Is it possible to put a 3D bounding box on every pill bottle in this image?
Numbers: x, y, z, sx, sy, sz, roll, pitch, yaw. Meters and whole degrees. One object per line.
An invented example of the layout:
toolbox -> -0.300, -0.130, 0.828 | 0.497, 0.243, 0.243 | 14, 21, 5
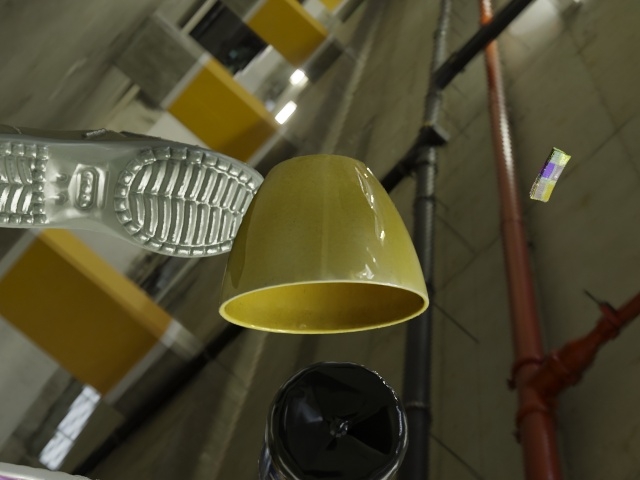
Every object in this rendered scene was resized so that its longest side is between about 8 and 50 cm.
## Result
pill bottle -> 0.004, 0.201, 0.923 | 0.123, 0.123, 0.219 | -54, 171, -25

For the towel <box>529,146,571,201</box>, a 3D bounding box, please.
towel -> 0.349, -0.098, 1.507 | 0.009, 0.060, 0.083 | 33, -78, 37

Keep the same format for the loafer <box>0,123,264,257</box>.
loafer -> -0.161, -0.052, 0.773 | 0.087, 0.251, 0.094 | 52, -53, 58

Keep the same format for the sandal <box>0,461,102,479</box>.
sandal -> -0.380, 0.367, 1.238 | 0.102, 0.416, 0.169 | 32, -68, 56

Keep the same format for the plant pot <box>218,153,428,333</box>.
plant pot -> 0.000, 0.000, 0.649 | 0.134, 0.134, 0.095 | -32, -124, 56
